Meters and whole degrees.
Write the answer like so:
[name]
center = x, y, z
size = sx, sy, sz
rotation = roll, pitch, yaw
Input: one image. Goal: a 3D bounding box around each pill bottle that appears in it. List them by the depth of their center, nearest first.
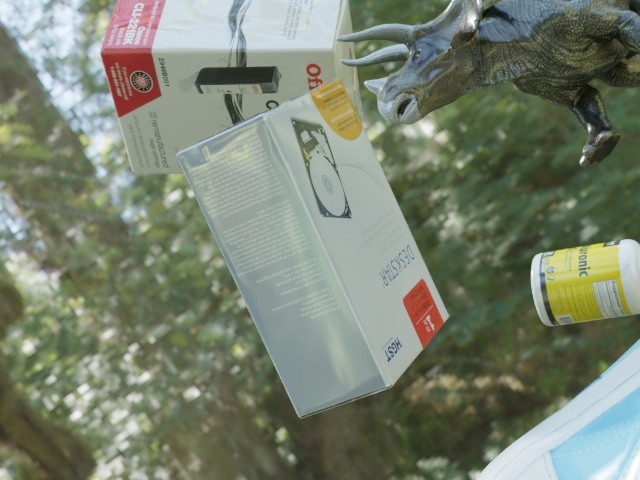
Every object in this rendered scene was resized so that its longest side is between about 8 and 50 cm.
[pill bottle]
center = 0.242, 0.034, 1.182
size = 0.116, 0.065, 0.065
rotation = -10, 0, 22

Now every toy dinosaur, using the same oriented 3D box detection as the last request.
[toy dinosaur]
center = 0.175, -0.143, 0.924
size = 0.313, 0.160, 0.121
rotation = -25, -27, -42

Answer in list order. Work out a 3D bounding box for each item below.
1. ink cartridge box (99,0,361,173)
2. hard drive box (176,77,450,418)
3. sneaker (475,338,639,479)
[ink cartridge box]
center = -0.098, -0.183, 1.638
size = 0.273, 0.114, 0.197
rotation = 0, -43, 8
[hard drive box]
center = 0.000, 0.000, 1.141
size = 0.089, 0.232, 0.181
rotation = -22, 8, 24
[sneaker]
center = 0.157, 0.113, 0.517
size = 0.319, 0.127, 0.208
rotation = -52, 9, 2
